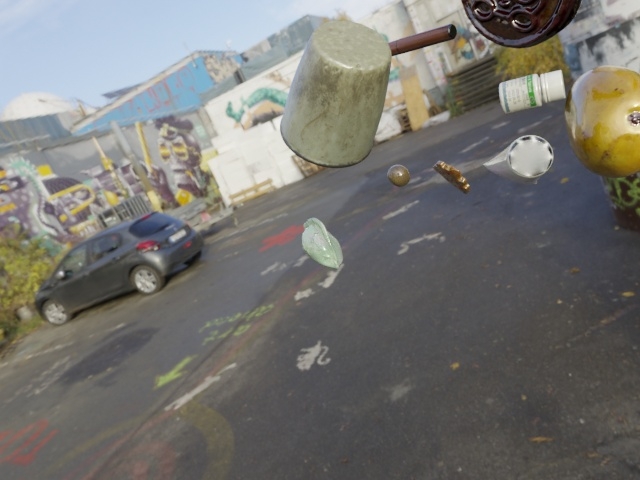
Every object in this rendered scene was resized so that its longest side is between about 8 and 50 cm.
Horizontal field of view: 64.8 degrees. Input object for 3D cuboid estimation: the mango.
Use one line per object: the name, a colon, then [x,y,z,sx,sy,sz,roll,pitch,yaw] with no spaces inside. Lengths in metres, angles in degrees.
mango: [0.867,-0.367,1.523,0.233,0.299,0.445,-4,30,11]

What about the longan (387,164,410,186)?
longan: [0.350,-0.289,2.259,0.092,0.113,0.113,-57,12,3]

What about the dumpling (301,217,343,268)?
dumpling: [-0.006,0.010,1.654,0.105,0.149,0.217,-45,46,-3]

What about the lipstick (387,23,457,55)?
lipstick: [0.338,-0.730,1.867,0.357,0.057,0.057,5,30,46]

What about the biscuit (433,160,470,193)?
biscuit: [0.360,-0.167,1.363,0.019,0.130,0.119,-50,20,1]

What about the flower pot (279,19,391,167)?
flower pot: [0.055,-0.419,1.432,0.294,0.293,0.330,-33,-21,-33]

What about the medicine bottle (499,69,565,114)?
medicine bottle: [0.860,-0.604,2.054,0.237,0.138,0.139,-7,20,31]

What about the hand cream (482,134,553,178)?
hand cream: [0.607,-0.229,1.539,0.186,0.117,0.359,20,3,10]

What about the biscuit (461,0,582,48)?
biscuit: [0.546,-0.742,1.419,0.091,0.407,0.407,-29,12,-20]
